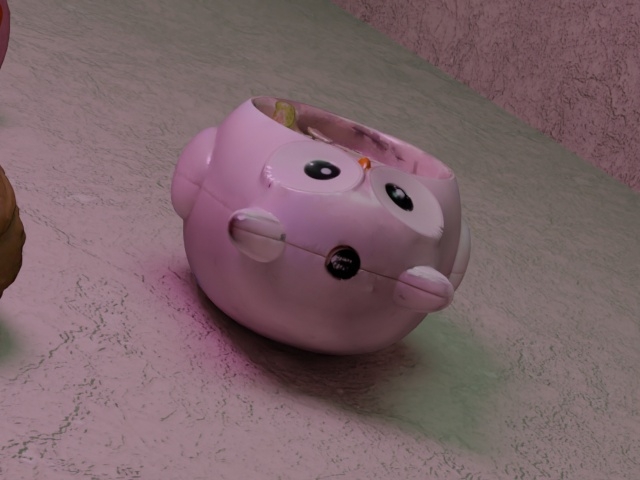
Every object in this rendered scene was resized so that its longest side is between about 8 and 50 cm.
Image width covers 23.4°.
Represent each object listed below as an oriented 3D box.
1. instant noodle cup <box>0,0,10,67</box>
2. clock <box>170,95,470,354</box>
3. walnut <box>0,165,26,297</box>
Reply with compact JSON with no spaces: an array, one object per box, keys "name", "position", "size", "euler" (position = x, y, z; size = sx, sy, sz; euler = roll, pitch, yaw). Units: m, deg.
[{"name":"instant noodle cup","position":[-0.576,-0.293,2.047],"size":[0.231,0.243,0.243],"euler":[25,18,33]},{"name":"clock","position":[0.000,0.000,1.800],"size":[0.368,0.250,0.376],"euler":[19,12,-9]},{"name":"walnut","position":[-0.396,-0.014,1.519],"size":[0.213,0.213,0.213],"euler":[19,19,-7]}]
